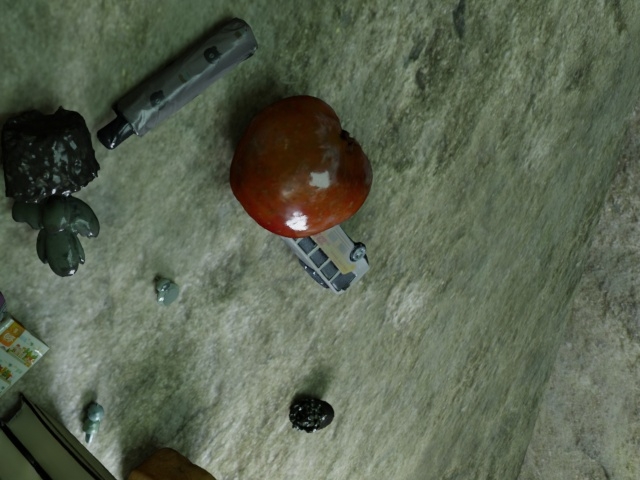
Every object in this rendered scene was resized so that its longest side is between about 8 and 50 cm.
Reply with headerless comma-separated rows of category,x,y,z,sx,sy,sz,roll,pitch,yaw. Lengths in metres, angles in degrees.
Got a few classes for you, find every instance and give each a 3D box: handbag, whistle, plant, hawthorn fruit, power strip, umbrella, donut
handbag,-0.461,0.472,1.588,0.160,0.359,0.236,-49,142,-12
whistle,-0.471,0.376,1.774,0.035,0.035,0.100,-5,121,-46
plant,-0.433,-0.072,1.385,0.149,0.146,0.274,4,126,0
hawthorn fruit,-0.037,-0.138,1.683,0.284,0.284,0.284,-28,135,-32
plant,-0.021,0.468,2.296,0.092,0.094,0.143,-52,149,13
power strip,-0.317,0.101,1.749,0.055,0.035,0.083,-41,154,-18
umbrella,-0.250,-0.273,1.506,0.337,0.067,0.073,-41,129,-17
donut,-0.305,0.615,1.942,0.150,0.299,0.317,-47,171,-30

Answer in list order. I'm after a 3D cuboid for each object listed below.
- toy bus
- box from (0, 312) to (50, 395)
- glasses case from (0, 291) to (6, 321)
toy bus,0.000,0.000,1.960,0.138,0.097,0.342,-47,142,-8
box,-0.602,0.240,1.529,0.220,0.032,0.122,-46,141,-12
glasses case,-0.622,0.071,1.342,0.123,0.076,0.316,-49,143,-9
